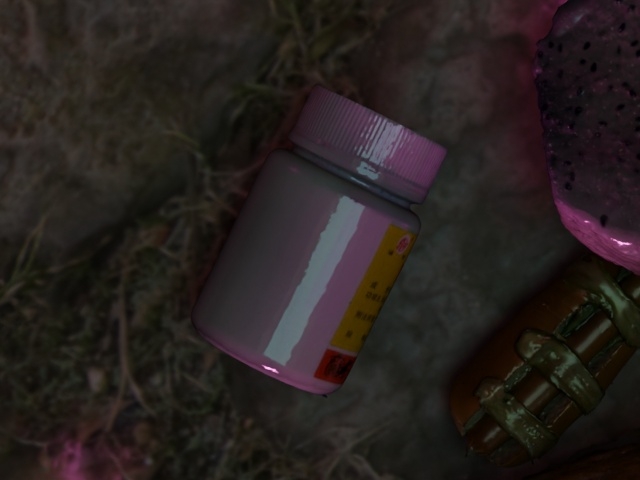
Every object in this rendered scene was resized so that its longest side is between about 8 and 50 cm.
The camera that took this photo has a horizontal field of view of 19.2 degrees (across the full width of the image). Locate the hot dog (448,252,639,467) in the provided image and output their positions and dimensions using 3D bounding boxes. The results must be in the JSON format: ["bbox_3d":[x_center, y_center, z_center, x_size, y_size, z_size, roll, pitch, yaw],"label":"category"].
[{"bbox_3d":[0.218,0.090,1.638,0.269,0.072,0.109,-45,111,-1],"label":"hot dog"}]

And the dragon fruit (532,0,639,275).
[{"bbox_3d":[0.301,-0.088,1.562,0.221,0.204,0.283,-5,76,16],"label":"dragon fruit"}]

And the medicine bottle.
[{"bbox_3d":[0.000,0.000,1.524,0.139,0.139,0.225,25,94,-18],"label":"medicine bottle"}]

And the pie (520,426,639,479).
[{"bbox_3d":[0.271,0.282,1.509,0.395,0.418,0.180,-20,100,-12],"label":"pie"}]
